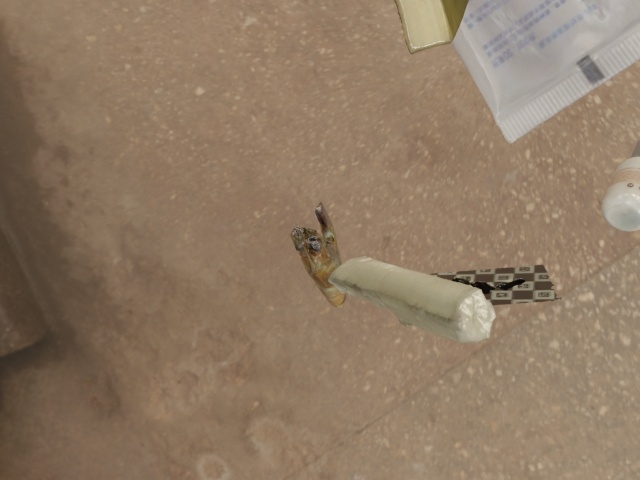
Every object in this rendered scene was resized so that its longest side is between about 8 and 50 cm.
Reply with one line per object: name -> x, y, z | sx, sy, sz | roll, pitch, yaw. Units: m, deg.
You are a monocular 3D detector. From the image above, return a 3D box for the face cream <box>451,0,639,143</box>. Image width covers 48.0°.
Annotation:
face cream -> 0.192, -0.346, 0.785 | 0.234, 0.137, 0.420 | -34, 88, 16

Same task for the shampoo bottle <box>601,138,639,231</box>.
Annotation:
shampoo bottle -> 0.490, -0.098, 1.102 | 0.074, 0.192, 0.074 | 24, 146, 18

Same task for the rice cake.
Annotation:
rice cake -> 0.094, 0.062, 0.806 | 0.256, 0.057, 0.052 | 15, 121, 59

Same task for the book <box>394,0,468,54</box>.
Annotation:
book -> 0.056, -0.211, 0.434 | 0.026, 0.231, 0.161 | -14, 110, 20

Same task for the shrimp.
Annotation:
shrimp -> 0.000, 0.000, 1.145 | 0.058, 0.296, 0.169 | -13, 64, 7

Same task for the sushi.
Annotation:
sushi -> 0.279, 0.087, 1.169 | 0.200, 0.139, 0.031 | -5, 111, 11
